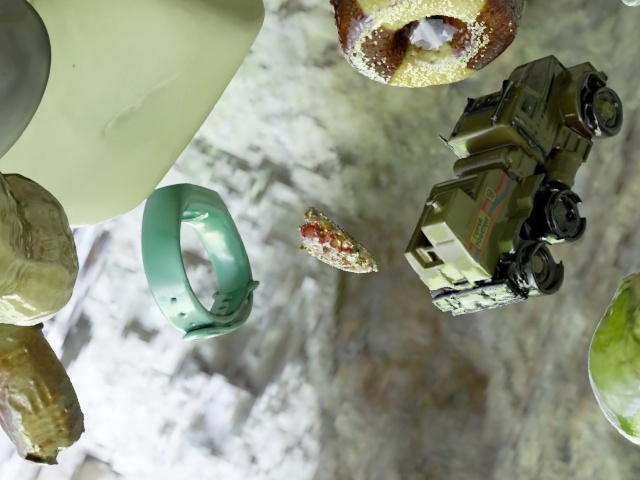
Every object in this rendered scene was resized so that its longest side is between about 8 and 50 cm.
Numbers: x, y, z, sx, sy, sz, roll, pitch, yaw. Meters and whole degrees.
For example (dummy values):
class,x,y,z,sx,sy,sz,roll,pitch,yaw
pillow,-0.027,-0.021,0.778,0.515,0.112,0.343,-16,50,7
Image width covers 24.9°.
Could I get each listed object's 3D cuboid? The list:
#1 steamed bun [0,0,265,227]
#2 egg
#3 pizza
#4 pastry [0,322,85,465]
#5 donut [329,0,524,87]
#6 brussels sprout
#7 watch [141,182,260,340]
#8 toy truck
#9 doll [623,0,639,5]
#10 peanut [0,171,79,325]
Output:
class,x,y,z,sx,sy,sz,roll,pitch,yaw
steamed bun,-0.304,-0.217,1.436,0.371,0.456,0.290,-53,-153,28
egg,-0.326,-0.126,1.178,0.232,0.176,0.176,-31,167,-20
pizza,0.003,0.008,1.537,0.029,0.100,0.099,-53,-165,-21
pastry,-0.376,0.177,1.827,0.100,0.229,0.218,-30,171,-18
donut,0.091,-0.193,1.239,0.184,0.166,0.073,-25,-127,45
brussels sprout,0.279,0.092,1.138,0.155,0.155,0.117,-66,-172,-10
watch,-0.147,0.027,1.800,0.237,0.068,0.195,14,61,-72
toy truck,0.166,-0.062,1.293,0.127,0.127,0.257,-15,-143,49
doll,0.497,-0.372,1.865,0.159,0.243,0.311,2,72,-72
peanut,-0.185,-0.003,0.782,0.082,0.082,0.187,-66,163,-6
